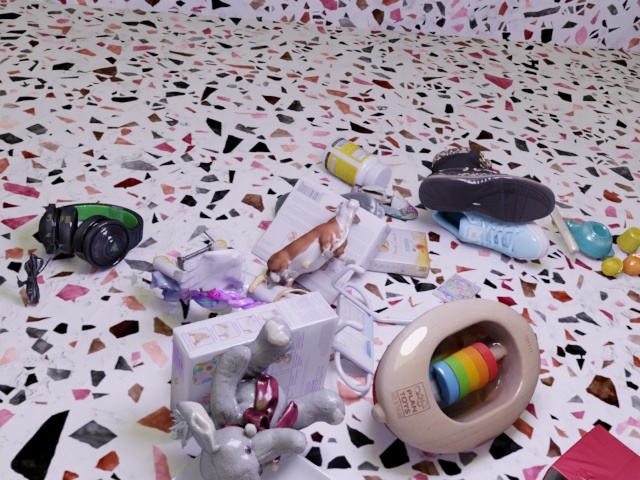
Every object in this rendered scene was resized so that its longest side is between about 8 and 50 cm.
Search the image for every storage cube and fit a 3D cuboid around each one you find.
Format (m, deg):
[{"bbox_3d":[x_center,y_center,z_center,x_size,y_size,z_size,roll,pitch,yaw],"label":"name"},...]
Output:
[{"bbox_3d":[0.523,0.501,1.380,0.193,0.215,0.183,-19,44,-42],"label":"storage cube"}]

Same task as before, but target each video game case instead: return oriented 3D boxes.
[{"bbox_3d":[0.372,0.137,1.995,0.087,0.011,0.122,32,42,26],"label":"video game case"}]

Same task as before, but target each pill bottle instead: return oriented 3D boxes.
[{"bbox_3d":[0.117,-0.237,2.346,0.208,0.119,0.119,34,42,28],"label":"pill bottle"}]

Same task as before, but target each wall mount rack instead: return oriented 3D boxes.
[{"bbox_3d":[0.153,0.221,1.745,0.304,0.130,0.350,36,32,-21],"label":"wall mount rack"}]

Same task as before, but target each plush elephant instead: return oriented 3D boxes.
[{"bbox_3d":[-0.125,0.345,1.314,0.330,0.272,0.255,-25,26,0],"label":"plush elephant"}]

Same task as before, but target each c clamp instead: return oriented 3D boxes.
[{"bbox_3d":[-0.317,0.045,1.948,0.137,0.022,0.160,34,41,22],"label":"c clamp"}]

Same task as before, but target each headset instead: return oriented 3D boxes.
[{"bbox_3d":[-0.612,0.013,1.857,0.243,0.185,0.394,14,21,12],"label":"headset"}]

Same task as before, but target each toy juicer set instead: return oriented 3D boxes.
[{"bbox_3d":[0.825,0.022,2.207,0.328,0.089,0.209,15,49,-7],"label":"toy juicer set"}]

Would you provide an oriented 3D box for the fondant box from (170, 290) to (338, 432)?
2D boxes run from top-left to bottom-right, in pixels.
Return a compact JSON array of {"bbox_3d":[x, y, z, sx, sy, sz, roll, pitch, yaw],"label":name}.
[{"bbox_3d":[-0.139,0.254,1.523,0.330,0.238,0.096,-13,43,-29],"label":"fondant box"}]

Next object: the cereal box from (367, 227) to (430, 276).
[{"bbox_3d":[0.184,0.023,2.071,0.240,0.047,0.173,8,35,-4],"label":"cereal box"}]

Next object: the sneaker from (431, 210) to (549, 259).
[{"bbox_3d":[0.481,-0.023,2.147,0.150,0.135,0.366,-25,37,-37],"label":"sneaker"}]

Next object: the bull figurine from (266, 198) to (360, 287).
[{"bbox_3d":[-0.007,0.024,1.867,0.101,0.310,0.188,47,15,-27],"label":"bull figurine"}]

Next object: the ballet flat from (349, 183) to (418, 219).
[{"bbox_3d":[0.197,-0.124,2.247,0.221,0.079,0.077,16,38,8],"label":"ballet flat"}]

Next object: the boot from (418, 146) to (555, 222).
[{"bbox_3d":[0.487,-0.172,2.156,0.377,0.138,0.284,3,25,11],"label":"boot"}]

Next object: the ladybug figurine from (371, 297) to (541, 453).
[{"bbox_3d":[0.280,0.290,1.585,0.449,0.162,0.305,-14,86,-30],"label":"ladybug figurine"}]

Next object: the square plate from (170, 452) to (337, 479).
[{"bbox_3d":[-0.124,0.519,1.330,0.344,0.049,0.347,29,40,23],"label":"square plate"}]

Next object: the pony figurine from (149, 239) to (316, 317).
[{"bbox_3d":[-0.227,0.122,1.693,0.363,0.303,0.351,21,26,40],"label":"pony figurine"}]

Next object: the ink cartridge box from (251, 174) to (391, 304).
[{"bbox_3d":[0.000,0.000,1.981,0.296,0.066,0.261,32,85,26],"label":"ink cartridge box"}]

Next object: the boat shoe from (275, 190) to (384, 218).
[{"bbox_3d":[0.021,-0.084,2.100,0.320,0.118,0.103,-2,-12,24],"label":"boat shoe"}]
